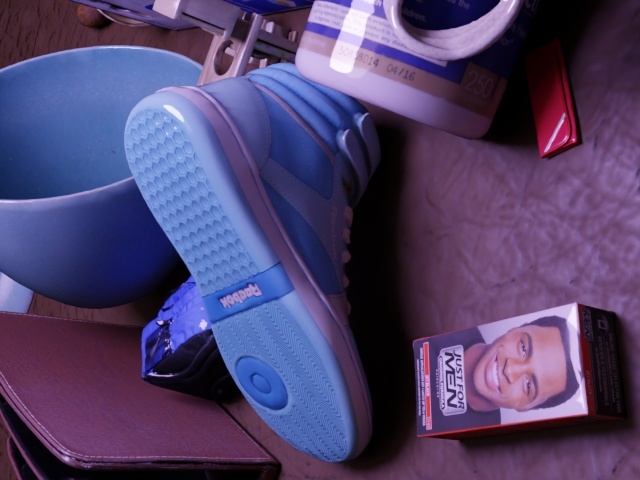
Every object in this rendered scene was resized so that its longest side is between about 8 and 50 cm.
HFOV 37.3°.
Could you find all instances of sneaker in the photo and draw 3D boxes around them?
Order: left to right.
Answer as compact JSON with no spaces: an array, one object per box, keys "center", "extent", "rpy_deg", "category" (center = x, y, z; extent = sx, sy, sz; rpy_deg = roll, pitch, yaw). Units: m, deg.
[{"center":[0.000,0.000,0.764],"extent":[0.127,0.208,0.319],"rpy_deg":[-13,106,44],"category":"sneaker"}]

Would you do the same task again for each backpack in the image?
[{"center":[-0.101,0.080,0.872],"extent":[0.120,0.098,0.101],"rpy_deg":[-37,49,40],"category":"backpack"}]

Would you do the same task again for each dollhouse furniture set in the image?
[{"center":[-0.099,-0.168,0.873],"extent":[0.161,0.182,0.101],"rpy_deg":[34,106,50],"category":"dollhouse furniture set"}]

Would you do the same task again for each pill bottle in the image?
[{"center":[0.094,-0.218,0.674],"extent":[0.153,0.153,0.264],"rpy_deg":[32,105,50],"category":"pill bottle"}]

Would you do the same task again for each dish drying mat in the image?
[{"center":[0.163,-0.101,0.671],"extent":[0.032,0.008,0.083],"rpy_deg":[-27,59,45],"category":"dish drying mat"}]

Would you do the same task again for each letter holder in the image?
[{"center":[-0.222,0.196,0.891],"extent":[0.302,0.214,0.152],"rpy_deg":[31,104,50],"category":"letter holder"}]

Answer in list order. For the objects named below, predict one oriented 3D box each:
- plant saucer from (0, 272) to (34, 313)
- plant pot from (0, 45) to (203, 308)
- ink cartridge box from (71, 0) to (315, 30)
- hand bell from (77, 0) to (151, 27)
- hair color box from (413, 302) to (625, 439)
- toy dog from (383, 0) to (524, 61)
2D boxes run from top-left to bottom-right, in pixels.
[{"center":[-0.503,0.029,1.427],"extent":[0.318,0.044,0.317],"rpy_deg":[-17,67,48],"category":"plant saucer"},{"center":[-0.232,-0.046,0.968],"extent":[0.290,0.290,0.195],"rpy_deg":[47,153,46],"category":"plant pot"},{"center":[-0.123,-0.270,0.936],"extent":[0.371,0.176,0.069],"rpy_deg":[4,87,51],"category":"ink cartridge box"},{"center":[-0.276,-0.310,1.218],"extent":[0.242,0.126,0.126],"rpy_deg":[-3,77,62],"category":"hand bell"},{"center":[0.127,0.091,0.631],"extent":[0.141,0.043,0.072],"rpy_deg":[-21,63,45],"category":"hair color box"},{"center":[0.164,-0.223,0.491],"extent":[0.334,0.161,0.220],"rpy_deg":[-3,92,15],"category":"toy dog"}]
